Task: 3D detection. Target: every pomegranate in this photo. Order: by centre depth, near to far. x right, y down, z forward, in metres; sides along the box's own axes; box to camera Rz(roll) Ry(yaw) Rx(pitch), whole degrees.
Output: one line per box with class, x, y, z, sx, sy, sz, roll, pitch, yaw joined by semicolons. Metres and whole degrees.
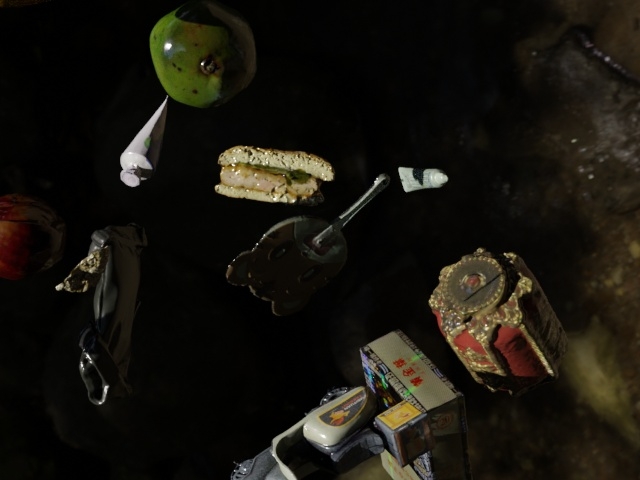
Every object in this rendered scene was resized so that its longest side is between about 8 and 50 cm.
pomegranate;-0.204;-0.329;1.632;0.225;0.187;0.187;-120;32;-56

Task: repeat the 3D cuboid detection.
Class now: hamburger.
hamburger;-0.096;-0.154;2.146;0.262;0.131;0.124;9;106;4

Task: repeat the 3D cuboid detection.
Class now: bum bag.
bum bag;-0.349;0.111;1.578;0.080;0.142;0.326;-5;65;18

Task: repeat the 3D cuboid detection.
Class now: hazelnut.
hazelnut;-0.547;-0.011;1.743;0.160;0.170;0.202;68;157;2

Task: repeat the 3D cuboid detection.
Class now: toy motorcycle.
toy motorcycle;0.006;0.289;1.273;0.157;0.263;0.090;28;140;54

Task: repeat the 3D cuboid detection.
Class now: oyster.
oyster;-0.357;0.049;1.463;0.038;0.081;0.083;52;124;8

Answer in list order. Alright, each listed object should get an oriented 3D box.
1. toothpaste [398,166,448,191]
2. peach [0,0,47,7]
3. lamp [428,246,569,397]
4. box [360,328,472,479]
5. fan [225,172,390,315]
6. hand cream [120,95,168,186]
toothpaste;0.176;-0.106;1.640;0.197;0.029;0.048;-170;60;-74
peach;-0.462;-0.462;1.301;0.333;0.308;0.307;5;111;19
lamp;0.279;0.128;1.470;0.177;0.177;0.274;22;160;41
box;0.167;0.327;1.618;0.198;0.084;0.310;46;154;49
fan;0.000;0.000;1.150;0.227;0.152;0.008;-41;48;10
hand cream;-0.250;-0.137;1.388;0.053;0.142;0.084;22;141;0
